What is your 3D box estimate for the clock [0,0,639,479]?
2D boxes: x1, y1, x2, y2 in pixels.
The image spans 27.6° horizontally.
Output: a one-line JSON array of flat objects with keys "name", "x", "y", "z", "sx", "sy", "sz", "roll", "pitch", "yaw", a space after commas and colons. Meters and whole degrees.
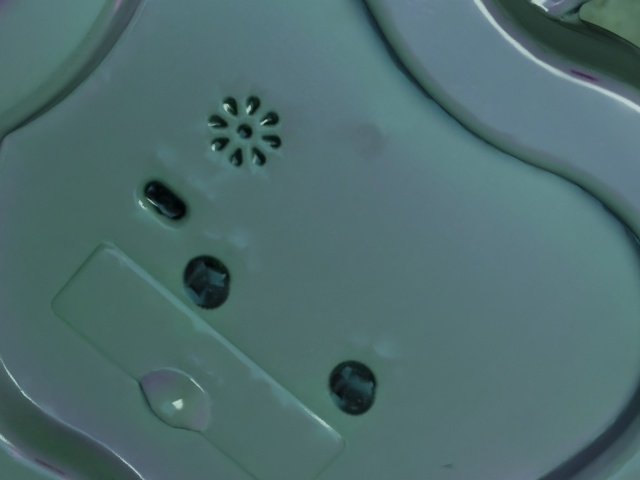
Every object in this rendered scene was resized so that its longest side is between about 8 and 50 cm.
[{"name": "clock", "x": 0.000, "y": 0.000, "z": 0.496, "sx": 0.339, "sy": 0.102, "sz": 0.338, "roll": 2, "pitch": 108, "yaw": 7}]
